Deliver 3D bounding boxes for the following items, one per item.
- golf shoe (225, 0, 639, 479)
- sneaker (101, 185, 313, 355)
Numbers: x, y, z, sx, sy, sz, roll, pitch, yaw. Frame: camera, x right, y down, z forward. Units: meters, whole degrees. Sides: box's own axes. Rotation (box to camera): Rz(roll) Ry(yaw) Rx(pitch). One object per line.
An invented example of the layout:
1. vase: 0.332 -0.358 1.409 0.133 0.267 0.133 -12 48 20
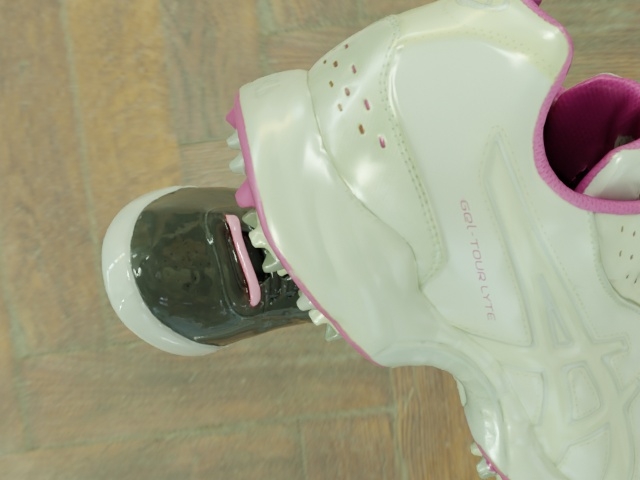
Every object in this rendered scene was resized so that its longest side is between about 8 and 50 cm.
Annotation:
1. golf shoe: 0.097 0.020 0.570 0.140 0.115 0.306 -33 133 16
2. sneaker: 0.000 0.000 0.874 0.147 0.296 0.104 -18 82 29
